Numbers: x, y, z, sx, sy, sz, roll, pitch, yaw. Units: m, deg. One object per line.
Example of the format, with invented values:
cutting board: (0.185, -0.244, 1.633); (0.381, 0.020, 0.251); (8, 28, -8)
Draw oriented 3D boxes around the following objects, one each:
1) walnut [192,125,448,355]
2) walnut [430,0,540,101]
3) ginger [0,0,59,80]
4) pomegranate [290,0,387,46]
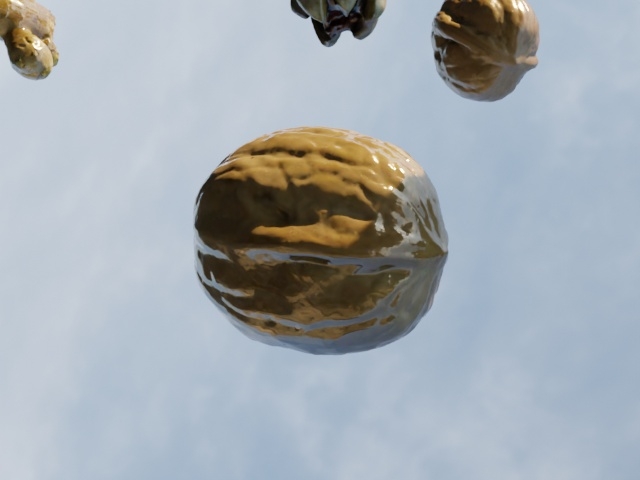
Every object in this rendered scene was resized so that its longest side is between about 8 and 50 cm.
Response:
walnut: (0.000, 0.000, 1.525); (0.261, 0.225, 0.225); (4, -110, 27)
walnut: (0.220, -0.262, 2.098); (0.166, 0.149, 0.167); (-24, -121, 49)
ginger: (-0.329, -0.238, 1.479); (0.052, 0.176, 0.193); (-51, -141, 45)
pomegranate: (0.018, -0.243, 1.093); (0.179, 0.179, 0.210); (-34, -100, 33)
